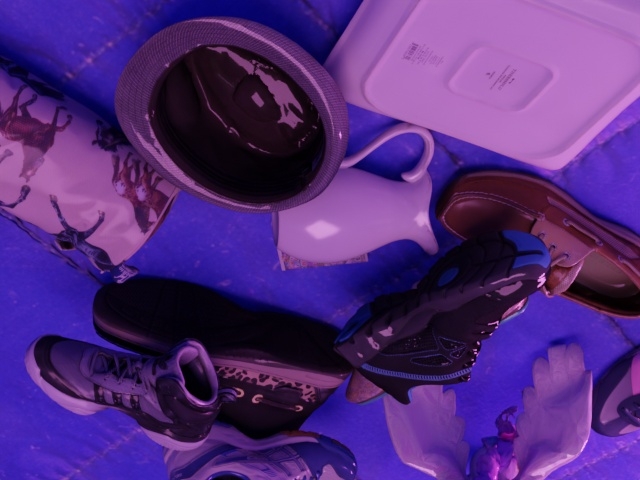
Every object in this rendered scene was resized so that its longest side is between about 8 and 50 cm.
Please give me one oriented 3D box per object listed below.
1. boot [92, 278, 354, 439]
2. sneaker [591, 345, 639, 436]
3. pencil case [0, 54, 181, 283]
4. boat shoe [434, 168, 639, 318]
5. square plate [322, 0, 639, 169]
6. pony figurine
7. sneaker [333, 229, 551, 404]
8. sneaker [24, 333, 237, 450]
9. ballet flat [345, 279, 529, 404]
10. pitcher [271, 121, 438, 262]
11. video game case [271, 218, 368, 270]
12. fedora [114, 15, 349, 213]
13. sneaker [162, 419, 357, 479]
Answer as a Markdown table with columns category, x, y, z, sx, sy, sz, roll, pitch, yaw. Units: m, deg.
| category | x | y | z | sx | sy | sz | roll | pitch | yaw |
| --- | --- | --- | --- | --- | --- | --- | --- | --- | --- |
| boot | -0.170 | 0.215 | 1.585 | 0.377 | 0.138 | 0.284 | 13 | 128 | -16 |
| sneaker | 0.512 | 0.212 | 1.564 | 0.112 | 0.131 | 0.319 | 29 | 124 | -21 |
| pencil case | -0.375 | -0.110 | 1.306 | 0.410 | 0.160 | 0.183 | 32 | 111 | -23 |
| boat shoe | 0.307 | 0.010 | 1.413 | 0.324 | 0.120 | 0.123 | 20 | 126 | -14 |
| square plate | 0.201 | -0.195 | 1.209 | 0.344 | 0.049 | 0.347 | 17 | 152 | -12 |
| pony figurine | 0.257 | 0.344 | 1.581 | 0.302 | 0.351 | 0.363 | -7 | 147 | 11 |
| sneaker | 0.174 | 0.100 | 1.382 | 0.140 | 0.125 | 0.341 | 48 | 133 | -11 |
| sneaker | -0.237 | 0.169 | 1.402 | 0.268 | 0.101 | 0.153 | 28 | 135 | -16 |
| ballet flat | 0.140 | 0.114 | 1.525 | 0.316 | 0.107 | 0.106 | -35 | 109 | 17 |
| pitcher | 0.044 | -0.061 | 1.376 | 0.207 | 0.125 | 0.178 | -3 | 108 | -9 |
| video game case | 0.000 | 0.000 | 1.481 | 0.122 | 0.011 | 0.087 | -6 | 129 | 6 |
| fedora | -0.093 | -0.163 | 1.278 | 0.275 | 0.124 | 0.244 | 33 | 122 | -17 |
| sneaker | -0.079 | 0.342 | 1.533 | 0.296 | 0.131 | 0.112 | 10 | 127 | -23 |
